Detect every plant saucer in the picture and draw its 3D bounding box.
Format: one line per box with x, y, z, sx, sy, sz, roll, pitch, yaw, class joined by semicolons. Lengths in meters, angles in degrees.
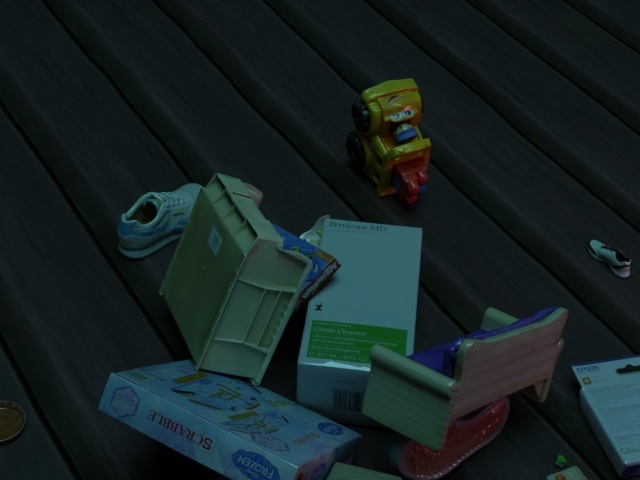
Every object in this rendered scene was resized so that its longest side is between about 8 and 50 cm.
-0.527;0.300;1.799;0.083;0.013;0.084;4;42;-4;plant saucer

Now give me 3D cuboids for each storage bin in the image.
-0.149;0.058;1.862;0.123;0.260;0.262;14;21;-29;storage bin

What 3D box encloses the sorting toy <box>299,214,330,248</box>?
0.000;0.000;2.166;0.075;0.045;0.083;-18;48;-14;sorting toy

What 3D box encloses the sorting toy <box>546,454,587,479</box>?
0.406;0.393;1.811;0.062;0.012;0.083;-16;48;-22;sorting toy

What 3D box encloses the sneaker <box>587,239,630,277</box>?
0.584;0.027;2.203;0.040;0.044;0.109;-27;50;-28;sneaker

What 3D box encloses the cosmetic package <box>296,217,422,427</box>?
0.074;0.140;1.940;0.196;0.155;0.366;5;44;3;cosmetic package

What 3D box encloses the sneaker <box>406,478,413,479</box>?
0.250;0.436;1.673;0.292;0.118;0.110;26;48;22;sneaker

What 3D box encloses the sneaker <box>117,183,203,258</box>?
-0.303;-0.055;2.149;0.087;0.092;0.228;28;46;24;sneaker

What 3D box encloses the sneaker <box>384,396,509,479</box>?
0.183;0.304;1.793;0.121;0.108;0.302;19;19;37;sneaker

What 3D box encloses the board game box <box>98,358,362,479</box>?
-0.129;0.283;1.694;0.317;0.066;0.318;23;6;18;board game box

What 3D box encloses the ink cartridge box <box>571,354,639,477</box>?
0.574;0.298;1.908;0.223;0.045;0.224;-6;43;-14;ink cartridge box

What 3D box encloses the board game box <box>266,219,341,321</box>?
-0.084;0.051;1.979;0.145;0.027;0.281;-47;31;-9;board game box

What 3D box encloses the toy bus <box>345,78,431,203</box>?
0.162;-0.191;2.267;0.149;0.220;0.211;-16;53;-18;toy bus

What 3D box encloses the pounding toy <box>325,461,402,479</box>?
0.072;0.432;1.659;0.130;0.141;0.100;9;41;24;pounding toy

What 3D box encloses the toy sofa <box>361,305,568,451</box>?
0.235;0.185;1.725;0.150;0.177;0.362;23;21;34;toy sofa

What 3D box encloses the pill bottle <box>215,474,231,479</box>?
-0.066;0.430;1.637;0.208;0.118;0.117;37;51;28;pill bottle
